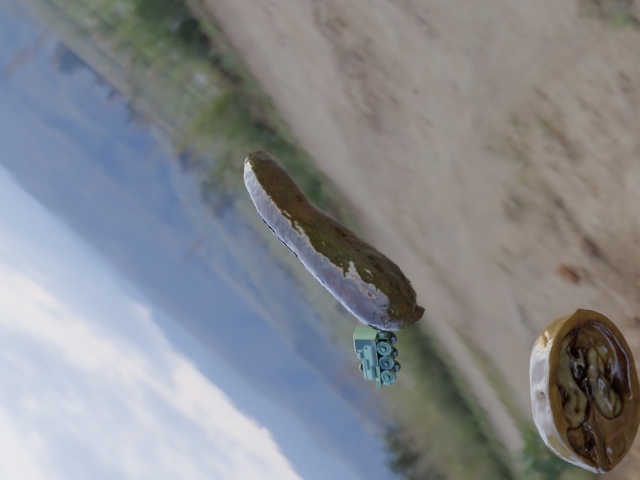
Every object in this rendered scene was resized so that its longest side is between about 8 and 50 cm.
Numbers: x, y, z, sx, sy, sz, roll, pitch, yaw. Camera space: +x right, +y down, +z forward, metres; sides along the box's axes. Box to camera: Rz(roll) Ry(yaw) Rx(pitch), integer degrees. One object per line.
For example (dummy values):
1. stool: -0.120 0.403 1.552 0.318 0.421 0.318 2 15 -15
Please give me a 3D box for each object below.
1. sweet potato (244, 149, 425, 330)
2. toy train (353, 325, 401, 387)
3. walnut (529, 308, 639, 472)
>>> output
1. sweet potato: 0.000 0.000 1.700 0.273 0.075 0.075 43 -179 21
2. toy train: 0.071 0.146 1.990 0.033 0.053 0.083 -69 -24 -55
3. walnut: 0.187 0.110 1.169 0.091 0.121 0.052 -7 179 -33
